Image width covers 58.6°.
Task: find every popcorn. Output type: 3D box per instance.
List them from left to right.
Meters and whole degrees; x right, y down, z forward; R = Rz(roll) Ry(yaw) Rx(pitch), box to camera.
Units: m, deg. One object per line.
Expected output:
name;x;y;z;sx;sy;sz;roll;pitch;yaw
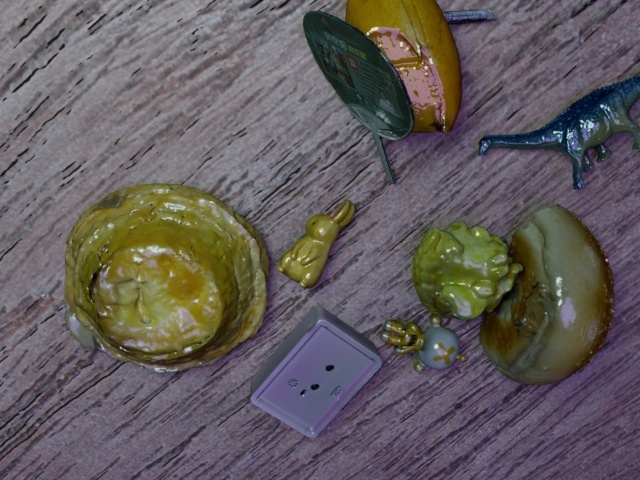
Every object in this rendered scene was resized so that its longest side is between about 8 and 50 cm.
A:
popcorn;0.235;0.049;0.923;0.174;0.142;0.173;9;105;35

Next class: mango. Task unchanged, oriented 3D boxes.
mango;0.115;-0.266;0.810;0.154;0.126;0.251;-24;103;-3

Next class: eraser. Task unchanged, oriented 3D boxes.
eraser;0.213;-0.333;0.852;0.100;0.027;0.019;-6;102;-6

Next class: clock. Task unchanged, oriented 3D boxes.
clock;-0.009;0.231;0.997;0.150;0.063;0.197;36;101;-17

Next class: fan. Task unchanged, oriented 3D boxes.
fan;0.047;-0.212;0.813;0.012;0.294;0.223;-40;78;-9

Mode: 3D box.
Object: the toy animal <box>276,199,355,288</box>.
toy animal;-0.001;-0.001;0.925;0.070;0.083;0.159;32;91;10

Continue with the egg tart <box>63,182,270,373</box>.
egg tart;-0.239;0.077;0.882;0.342;0.129;0.340;-3;111;-7

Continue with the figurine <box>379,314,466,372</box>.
figurine;0.181;0.176;1.007;0.143;0.068;0.101;43;92;-2

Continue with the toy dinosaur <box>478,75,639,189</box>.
toy dinosaur;0.437;-0.184;0.909;0.363;0.076;0.147;-30;103;7

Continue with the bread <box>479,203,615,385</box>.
bread;0.391;0.109;0.940;0.172;0.192;0.313;7;108;-9
